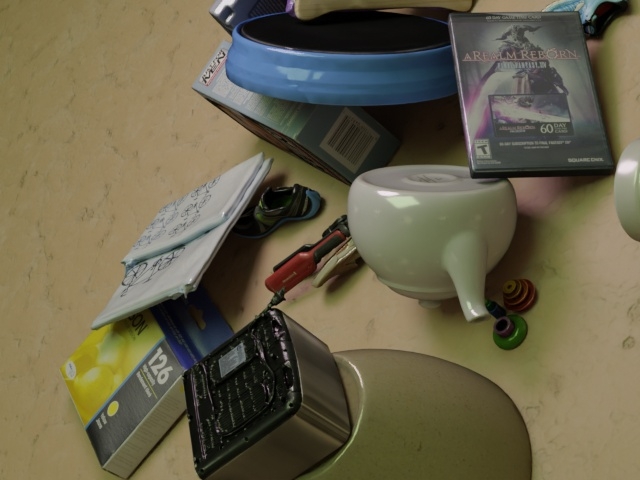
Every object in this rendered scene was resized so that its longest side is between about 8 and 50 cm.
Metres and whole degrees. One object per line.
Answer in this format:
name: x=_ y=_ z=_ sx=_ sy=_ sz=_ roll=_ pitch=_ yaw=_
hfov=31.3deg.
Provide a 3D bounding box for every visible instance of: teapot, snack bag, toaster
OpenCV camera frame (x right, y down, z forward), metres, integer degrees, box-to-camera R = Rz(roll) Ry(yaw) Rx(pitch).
teapot: x=0.152 y=0.001 z=1.598 sx=0.253 sy=0.256 sz=0.187 roll=7 pitch=107 yaw=25
snack bag: x=-0.256 y=0.005 z=2.031 sx=0.323 sy=0.037 sz=0.342 roll=-22 pitch=29 yaw=43
toaster: x=-0.064 y=0.185 z=1.347 sx=0.186 sy=0.110 sz=0.168 roll=-38 pitch=41 yaw=19

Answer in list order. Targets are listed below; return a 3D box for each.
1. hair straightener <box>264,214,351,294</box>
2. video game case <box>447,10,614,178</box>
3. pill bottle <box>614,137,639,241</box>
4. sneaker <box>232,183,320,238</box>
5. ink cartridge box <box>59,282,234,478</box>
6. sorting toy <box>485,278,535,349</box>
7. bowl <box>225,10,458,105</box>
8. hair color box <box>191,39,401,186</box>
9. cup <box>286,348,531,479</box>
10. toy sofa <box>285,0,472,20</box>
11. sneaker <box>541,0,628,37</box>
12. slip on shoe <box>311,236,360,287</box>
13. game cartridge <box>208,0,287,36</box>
hair straightener: x=0.000 y=0.000 z=1.838 sx=0.230 sy=0.047 sz=0.089 roll=-44 pitch=9 yaw=33
video game case: x=0.292 y=-0.210 z=1.613 sx=0.196 sy=0.026 sz=0.274 roll=-2 pitch=62 yaw=-4
pill bottle: x=0.492 y=-0.060 z=1.310 sx=0.278 sy=0.162 sz=0.162 roll=3 pitch=63 yaw=46
sneaker: x=-0.086 y=-0.059 z=1.974 sx=0.188 sy=0.078 sz=0.067 roll=-20 pitch=49 yaw=38
ink cartridge box: x=-0.308 y=0.208 z=2.005 sx=0.307 sy=0.072 sz=0.303 roll=-51 pitch=37 yaw=6
sorting toy: x=0.249 y=0.093 z=1.538 sx=0.061 sy=0.042 sz=0.102 roll=1 pitch=62 yaw=46
bowl: x=0.046 y=-0.299 z=1.812 sx=0.391 sy=0.391 sz=0.077 roll=33 pitch=128 yaw=52
hair color box: x=-0.050 y=-0.220 z=1.976 sx=0.113 sy=0.185 sz=0.374 roll=-56 pitch=38 yaw=-1
cup: x=0.061 y=0.268 z=1.438 sx=0.331 sy=0.237 sz=0.331 roll=-26 pitch=46 yaw=30
toy sofa: x=0.078 y=-0.470 z=1.927 sx=0.150 sy=0.363 sz=0.177 roll=-150 pitch=55 yaw=-63
sneaker: x=0.387 y=-0.330 z=1.713 sx=0.162 sy=0.063 sz=0.073 roll=-35 pitch=44 yaw=22
slip on shoe: x=0.042 y=0.030 z=1.800 sx=0.135 sy=0.041 sz=0.051 roll=-47 pitch=3 yaw=0
game cartridge: x=-0.073 y=-0.420 z=2.077 sx=0.062 sy=0.297 sz=0.198 roll=31 pitch=86 yaw=27
